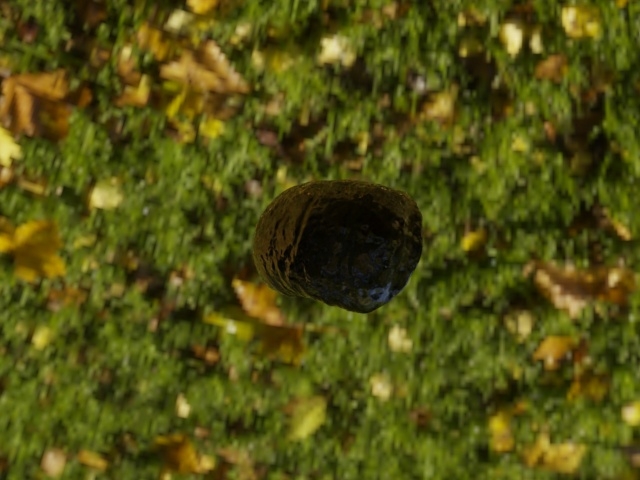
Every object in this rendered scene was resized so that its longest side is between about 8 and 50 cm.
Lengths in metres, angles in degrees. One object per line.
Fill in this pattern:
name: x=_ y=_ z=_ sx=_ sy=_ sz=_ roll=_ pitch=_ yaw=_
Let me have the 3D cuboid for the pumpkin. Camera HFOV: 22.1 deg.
pumpkin: x=0.000 y=-0.001 z=0.621 sx=0.083 sy=0.050 sz=0.028 roll=1 pitch=158 yaw=45
